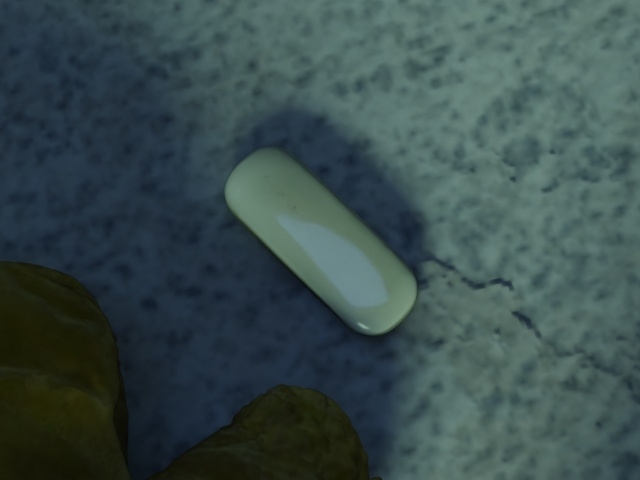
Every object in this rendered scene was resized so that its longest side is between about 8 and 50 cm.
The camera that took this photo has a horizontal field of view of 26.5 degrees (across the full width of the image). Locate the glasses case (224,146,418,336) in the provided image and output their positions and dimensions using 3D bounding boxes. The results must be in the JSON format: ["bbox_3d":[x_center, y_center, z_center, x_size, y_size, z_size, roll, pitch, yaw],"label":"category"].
[{"bbox_3d":[0.000,0.000,0.494,0.083,0.021,0.032,44,82,11],"label":"glasses case"}]

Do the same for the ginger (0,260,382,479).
[{"bbox_3d":[-0.072,0.167,0.433,0.236,0.166,0.375,-41,103,-42],"label":"ginger"}]
